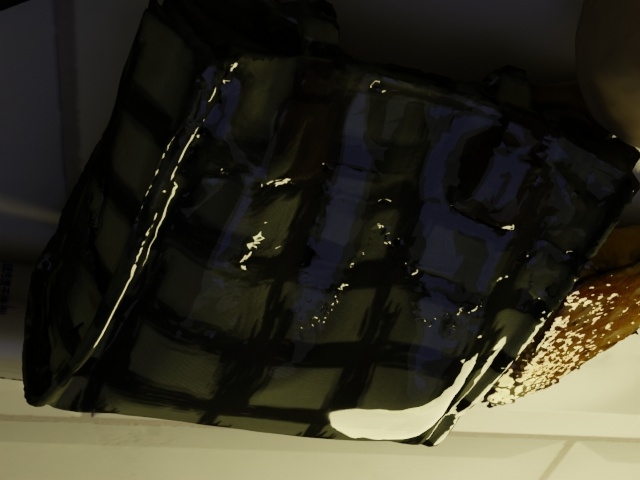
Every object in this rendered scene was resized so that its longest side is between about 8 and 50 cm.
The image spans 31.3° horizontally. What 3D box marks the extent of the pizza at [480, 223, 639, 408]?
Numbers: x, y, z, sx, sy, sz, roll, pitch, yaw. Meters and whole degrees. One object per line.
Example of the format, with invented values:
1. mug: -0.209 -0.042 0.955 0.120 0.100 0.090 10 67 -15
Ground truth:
1. pizza: 0.200 0.050 0.910 0.147 0.069 0.226 -18 152 -15

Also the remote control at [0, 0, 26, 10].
1. remote control: -0.236 -0.137 0.646 0.245 0.025 0.063 -16 139 19

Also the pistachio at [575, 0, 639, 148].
1. pistachio: 0.224 -0.130 0.596 0.152 0.126 0.223 38 143 7

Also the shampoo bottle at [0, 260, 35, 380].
1. shampoo bottle: -0.163 0.074 0.897 0.303 0.092 0.092 10 144 -15

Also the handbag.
1. handbag: 0.000 0.000 0.750 0.325 0.162 0.327 10 136 -23
